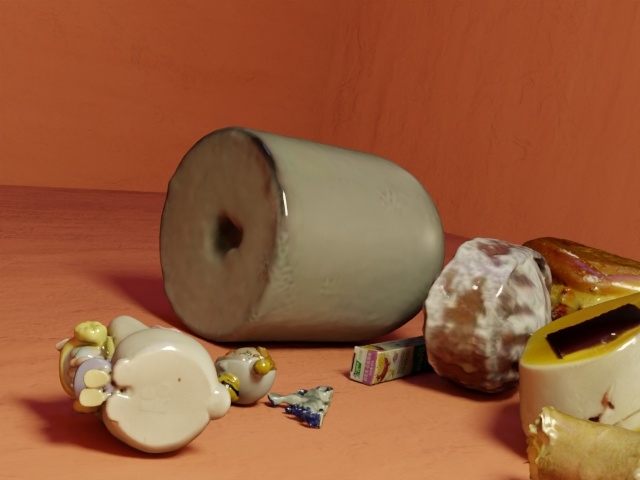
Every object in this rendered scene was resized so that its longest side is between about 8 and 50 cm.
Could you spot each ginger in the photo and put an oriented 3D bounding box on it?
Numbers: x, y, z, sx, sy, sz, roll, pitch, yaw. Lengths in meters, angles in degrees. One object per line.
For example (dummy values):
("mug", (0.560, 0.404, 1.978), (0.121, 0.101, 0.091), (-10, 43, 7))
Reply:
("ginger", (0.394, 0.230, 1.235), (0.236, 0.166, 0.375), (-7, 21, -35))

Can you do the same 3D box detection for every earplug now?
("earplug", (0.000, 0.000, 1.920), (0.394, 0.312, 0.313), (4, 9, -39))

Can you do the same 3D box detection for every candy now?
("candy", (0.244, 0.107, 1.777), (0.157, 0.214, 0.289), (14, 5, 24))

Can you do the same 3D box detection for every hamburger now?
("hamburger", (0.350, 0.163, 1.511), (0.227, 0.151, 0.295), (-24, 1, 21))

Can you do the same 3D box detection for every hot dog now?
("hot dog", (0.447, 0.108, 2.150), (0.223, 0.185, 0.405), (7, 7, -27))

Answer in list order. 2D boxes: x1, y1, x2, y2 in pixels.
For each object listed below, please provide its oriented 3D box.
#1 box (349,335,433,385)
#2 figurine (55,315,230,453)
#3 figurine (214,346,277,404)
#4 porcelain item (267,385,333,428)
("box", (0.110, 0.167, 1.790), (0.041, 0.049, 0.207), (15, 9, 31))
("figurine", (-0.198, 0.142, 1.335), (0.155, 0.127, 0.235), (-4, 6, -19))
("figurine", (-0.103, 0.165, 1.472), (0.101, 0.068, 0.143), (-14, 4, 11))
("porcelain item", (-0.027, 0.193, 1.512), (0.075, 0.021, 0.136), (10, 7, 5))
